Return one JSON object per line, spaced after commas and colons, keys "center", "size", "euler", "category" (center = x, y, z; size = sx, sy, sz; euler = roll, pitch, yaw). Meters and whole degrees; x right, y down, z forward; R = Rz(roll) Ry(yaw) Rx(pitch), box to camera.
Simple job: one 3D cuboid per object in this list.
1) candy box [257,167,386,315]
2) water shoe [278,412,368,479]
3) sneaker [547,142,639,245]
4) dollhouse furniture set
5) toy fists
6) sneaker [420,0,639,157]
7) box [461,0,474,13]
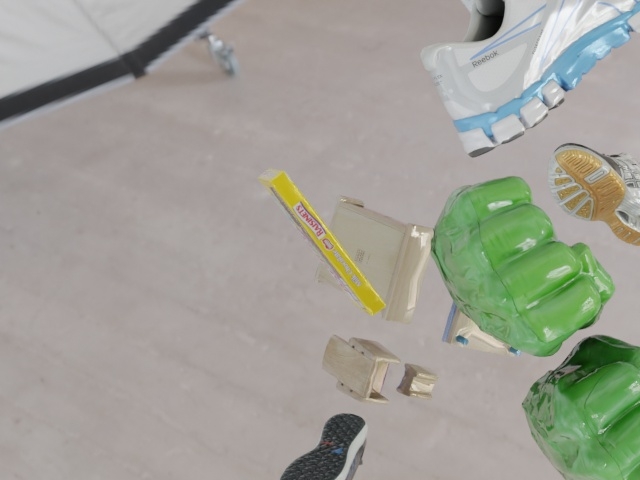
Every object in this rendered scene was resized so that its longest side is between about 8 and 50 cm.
{"center": [0.000, 0.000, 1.391], "size": [0.027, 0.206, 0.105], "euler": [-38, 11, -4], "category": "candy box"}
{"center": [0.011, 0.294, 1.415], "size": [0.073, 0.080, 0.203], "euler": [8, 27, 25], "category": "water shoe"}
{"center": [0.133, -0.028, 0.539], "size": [0.032, 0.083, 0.037], "euler": [-30, 46, 34], "category": "sneaker"}
{"center": [0.168, 0.090, 1.704], "size": [0.303, 0.286, 0.198], "euler": [12, 8, -32], "category": "dollhouse furniture set"}
{"center": [0.176, 0.079, 0.825], "size": [0.096, 0.279, 0.142], "euler": [-29, 0, 0], "category": "toy fists"}
{"center": [0.135, -0.135, 0.650], "size": [0.191, 0.083, 0.071], "euler": [-41, 11, -18], "category": "sneaker"}
{"center": [0.173, -0.273, 1.086], "size": [0.101, 0.102, 0.087], "euler": [-32, 14, 28], "category": "box"}
